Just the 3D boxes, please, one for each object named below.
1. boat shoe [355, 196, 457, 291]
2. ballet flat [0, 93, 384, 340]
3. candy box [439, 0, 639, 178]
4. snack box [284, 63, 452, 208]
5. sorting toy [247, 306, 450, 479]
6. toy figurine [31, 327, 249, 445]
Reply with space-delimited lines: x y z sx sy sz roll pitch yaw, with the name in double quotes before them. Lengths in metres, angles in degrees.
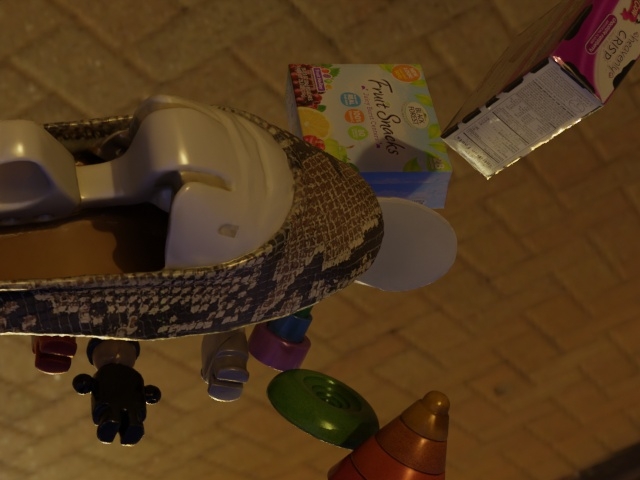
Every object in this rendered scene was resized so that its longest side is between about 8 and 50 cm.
"boat shoe" 0.000 0.000 1.220 0.228 0.080 0.076 -3 -168 -23
"ballet flat" -0.171 -0.020 0.947 0.482 0.164 0.182 -5 151 -16
"candy box" 0.225 -0.164 1.395 0.159 0.071 0.233 -51 -173 -23
"snack box" 0.055 -0.129 1.793 0.174 0.207 0.070 -1 136 -10
"sorting toy" 0.036 0.142 1.480 0.127 0.365 0.126 17 108 -33
"toy figurine" -0.187 0.086 1.533 0.209 0.148 0.213 -25 131 10
